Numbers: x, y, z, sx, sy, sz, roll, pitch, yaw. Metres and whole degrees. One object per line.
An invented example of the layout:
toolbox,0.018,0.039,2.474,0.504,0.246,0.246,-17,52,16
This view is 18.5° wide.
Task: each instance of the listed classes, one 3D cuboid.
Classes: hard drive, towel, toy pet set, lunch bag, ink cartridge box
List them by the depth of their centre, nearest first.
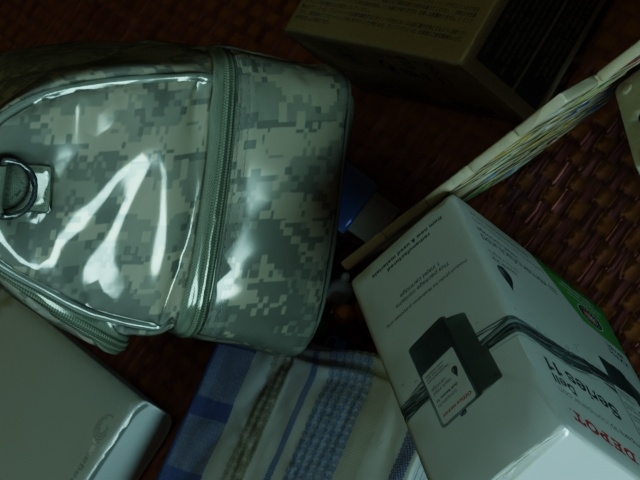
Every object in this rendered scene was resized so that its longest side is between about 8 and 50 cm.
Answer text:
ink cartridge box,0.117,0.094,1.091,0.087,0.153,0.208,-42,36,17
towel,-0.022,0.166,1.310,0.285,0.034,0.209,5,68,55
lunch bag,-0.148,-0.042,1.369,0.305,0.256,0.213,-157,76,-69
toy pet set,0.000,0.000,1.397,0.114,0.065,0.122,-52,34,5
ink cartridge box,0.105,-0.197,1.416,0.193,0.088,0.234,-58,33,-7
hard drive,-0.248,0.169,1.584,0.203,0.040,0.307,-57,33,-3

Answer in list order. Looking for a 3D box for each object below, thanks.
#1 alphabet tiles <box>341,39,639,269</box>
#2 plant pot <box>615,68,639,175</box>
alphabet tiles,0.140,-0.070,1.185,0.237,0.009,0.198,-38,-6,40
plant pot,0.232,-0.061,1.132,0.109,0.096,0.109,-36,37,27
